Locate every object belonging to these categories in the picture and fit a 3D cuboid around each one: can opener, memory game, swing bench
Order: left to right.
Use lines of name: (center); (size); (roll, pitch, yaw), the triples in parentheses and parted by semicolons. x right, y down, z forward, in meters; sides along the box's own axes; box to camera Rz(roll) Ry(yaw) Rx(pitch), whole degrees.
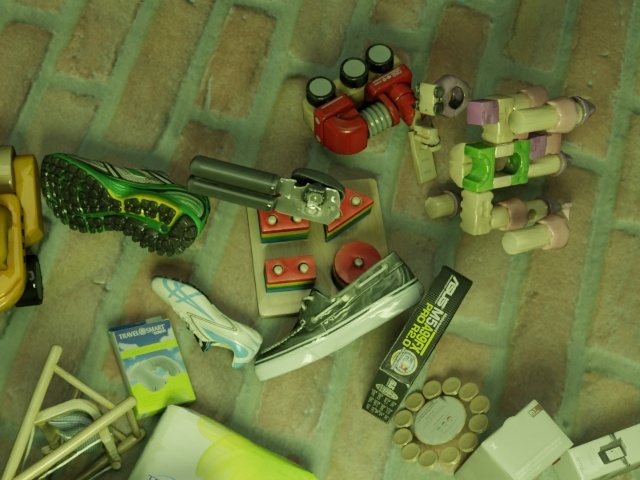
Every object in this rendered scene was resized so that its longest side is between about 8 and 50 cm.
swing bench: (-0.426, 0.344, 1.732); (0.165, 0.253, 0.254); (32, 69, 9)
can opener: (-0.097, -0.101, 1.957); (0.284, 0.076, 0.095); (15, 34, 2)
memory game: (0.210, 0.318, 1.875); (0.186, 0.012, 0.186); (-20, 42, 19)

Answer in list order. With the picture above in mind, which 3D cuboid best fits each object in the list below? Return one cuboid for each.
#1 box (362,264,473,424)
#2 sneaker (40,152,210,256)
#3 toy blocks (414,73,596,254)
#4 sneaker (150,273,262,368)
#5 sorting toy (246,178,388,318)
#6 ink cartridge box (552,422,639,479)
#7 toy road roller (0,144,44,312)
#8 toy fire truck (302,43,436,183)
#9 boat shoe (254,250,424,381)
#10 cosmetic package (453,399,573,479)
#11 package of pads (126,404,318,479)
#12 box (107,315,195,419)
box: (0.162, 0.185, 1.842); (0.060, 0.270, 0.216); (30, 68, 8)
sneaker: (-0.366, -0.078, 1.997); (0.344, 0.134, 0.146); (22, 31, 11)
toy blocks: (0.370, -0.157, 2.009); (0.260, 0.309, 0.288); (-13, 113, -32)
sneaker: (-0.216, 0.142, 1.927); (0.237, 0.085, 0.086); (34, 76, 12)
sorting toy: (0.000, 0.000, 1.999); (0.256, 0.089, 0.257); (-5, 68, -7)
ink cartridge box: (0.497, 0.382, 1.879); (0.151, 0.109, 0.063); (-17, 67, -12)
toy road roller: (-0.598, -0.029, 1.865); (0.203, 0.240, 0.329); (-6, 74, -8)
toy fire truck: (0.113, -0.221, 2.084); (0.217, 0.158, 0.246); (-31, 64, -17)
boat shoe: (0.018, 0.131, 1.898); (0.335, 0.121, 0.119); (-30, 86, 3)
cosmetic package: (0.318, 0.368, 1.798); (0.127, 0.238, 0.107); (-36, 76, -17)
package of pads: (-0.175, 0.431, 1.802); (0.297, 0.101, 0.229); (25, 68, 5)
box: (-0.299, 0.217, 1.897); (0.109, 0.042, 0.178); (-12, 68, -26)
